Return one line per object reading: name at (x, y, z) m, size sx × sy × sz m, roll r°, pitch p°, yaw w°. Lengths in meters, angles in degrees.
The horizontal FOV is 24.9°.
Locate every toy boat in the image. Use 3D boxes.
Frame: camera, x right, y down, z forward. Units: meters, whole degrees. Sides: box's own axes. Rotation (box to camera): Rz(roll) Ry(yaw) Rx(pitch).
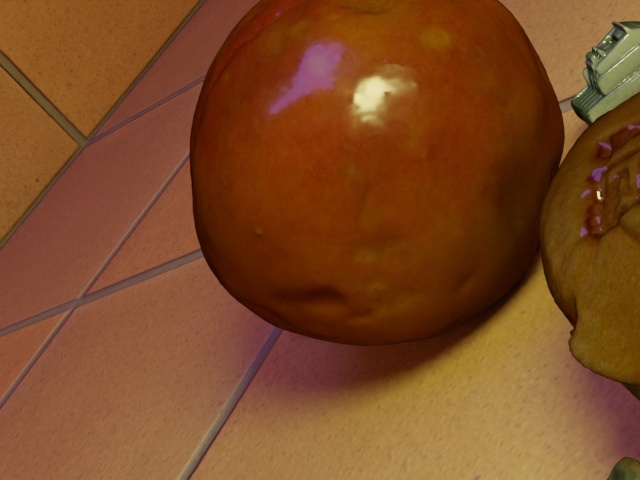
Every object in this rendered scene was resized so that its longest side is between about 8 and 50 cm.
toy boat at (0.329, -0.197, 1.285) m, size 0.260 × 0.085 × 0.078 m, roll -41°, pitch 18°, yaw 6°

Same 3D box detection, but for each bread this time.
bread at (0.261, -0.011, 0.877) m, size 0.270 × 0.148 × 0.270 m, roll -30°, pitch 38°, yaw 27°

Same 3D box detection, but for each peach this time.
peach at (0.046, -0.087, 1.242) m, size 0.342 × 0.302 × 0.343 m, roll -3°, pitch 30°, yaw 2°

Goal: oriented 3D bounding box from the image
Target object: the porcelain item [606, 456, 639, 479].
porcelain item at (0.127, 0.223, 0.819) m, size 0.215 × 0.069 × 0.081 m, roll -45°, pitch 9°, yaw -3°
